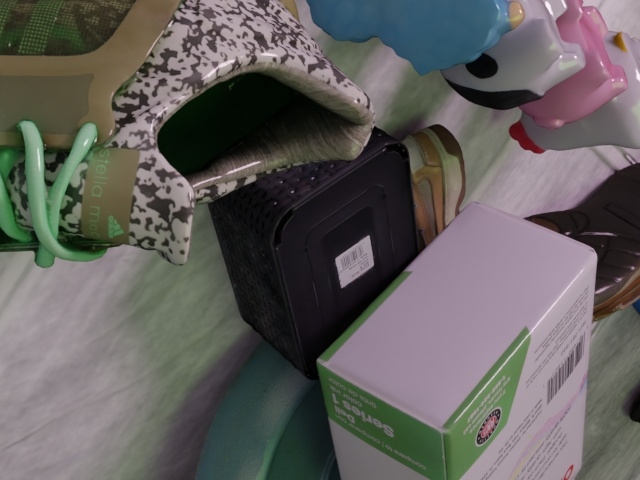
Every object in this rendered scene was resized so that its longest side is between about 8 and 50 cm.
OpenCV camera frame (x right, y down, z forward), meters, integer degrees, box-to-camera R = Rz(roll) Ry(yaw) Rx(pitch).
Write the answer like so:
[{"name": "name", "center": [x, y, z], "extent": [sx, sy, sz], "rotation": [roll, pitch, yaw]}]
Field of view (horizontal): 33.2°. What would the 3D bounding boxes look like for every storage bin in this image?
[{"name": "storage bin", "center": [0.000, 0.000, 0.791], "extent": [0.122, 0.084, 0.180], "rotation": [-34, 140, -21]}]

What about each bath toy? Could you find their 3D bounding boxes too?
[{"name": "bath toy", "center": [0.138, -0.140, 0.790], "extent": [0.129, 0.151, 0.348], "rotation": [-26, 158, 30]}]

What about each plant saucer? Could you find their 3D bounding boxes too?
[{"name": "plant saucer", "center": [0.024, 0.200, 0.928], "extent": [0.318, 0.044, 0.317], "rotation": [-15, 110, -45]}]

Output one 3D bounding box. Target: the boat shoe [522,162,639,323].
[{"name": "boat shoe", "center": [0.270, 0.033, 1.072], "extent": [0.324, 0.122, 0.119], "rotation": [-24, 138, -30]}]

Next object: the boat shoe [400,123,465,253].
[{"name": "boat shoe", "center": [0.079, -0.006, 0.895], "extent": [0.072, 0.068, 0.190], "rotation": [-22, 125, -17]}]

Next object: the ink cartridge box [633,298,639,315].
[{"name": "ink cartridge box", "center": [0.591, 0.065, 1.201], "extent": [0.285, 0.395, 0.166], "rotation": [-51, 142, -1]}]

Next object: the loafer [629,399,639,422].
[{"name": "loafer", "center": [0.517, 0.241, 1.528], "extent": [0.220, 0.078, 0.080], "rotation": [8, 113, -49]}]

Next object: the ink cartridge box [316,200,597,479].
[{"name": "ink cartridge box", "center": [0.116, 0.144, 0.852], "extent": [0.201, 0.117, 0.278], "rotation": [-43, 142, -31]}]

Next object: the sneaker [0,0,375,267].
[{"name": "sneaker", "center": [-0.141, -0.047, 0.524], "extent": [0.410, 0.182, 0.158], "rotation": [-26, 136, -29]}]
